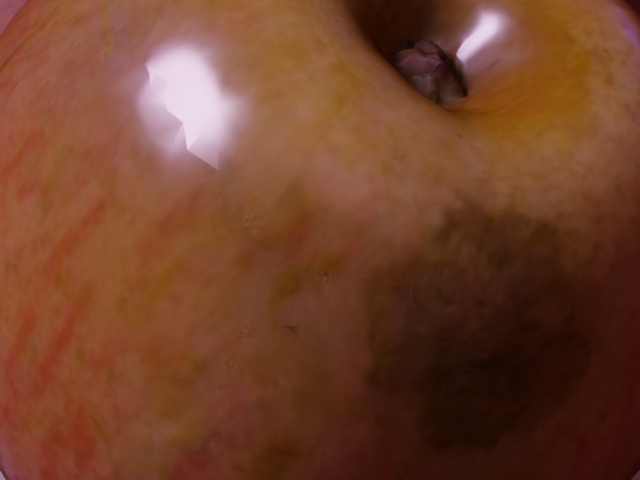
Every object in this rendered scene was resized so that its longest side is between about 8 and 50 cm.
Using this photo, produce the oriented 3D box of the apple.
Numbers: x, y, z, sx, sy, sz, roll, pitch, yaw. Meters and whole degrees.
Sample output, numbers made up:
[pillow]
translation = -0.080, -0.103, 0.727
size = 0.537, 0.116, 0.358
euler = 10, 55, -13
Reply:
[apple]
translation = 0.000, 0.000, 0.751
size = 0.363, 0.364, 0.364
euler = 4, 62, -7
